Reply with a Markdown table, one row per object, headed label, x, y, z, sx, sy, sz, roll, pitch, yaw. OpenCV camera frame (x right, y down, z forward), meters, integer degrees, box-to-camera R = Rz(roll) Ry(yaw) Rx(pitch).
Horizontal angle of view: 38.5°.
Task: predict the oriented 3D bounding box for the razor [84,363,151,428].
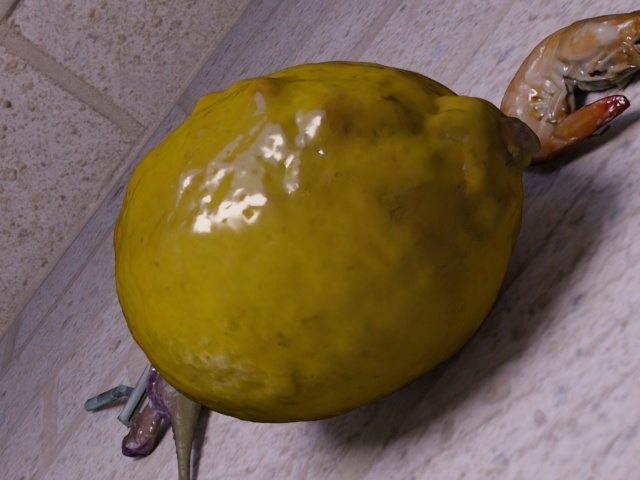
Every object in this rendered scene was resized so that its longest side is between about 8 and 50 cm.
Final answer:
| label | x | y | z | sx | sy | sz | roll | pitch | yaw |
| --- | --- | --- | --- | --- | --- | --- | --- | --- | --- |
| razor | -0.296 | 0.222 | 1.288 | 0.211 | 0.036 | 0.084 | -21 | 36 | 55 |

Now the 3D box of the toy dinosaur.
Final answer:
| label | x | y | z | sx | sy | sz | roll | pitch | yaw |
| --- | --- | --- | --- | --- | --- | --- | --- | --- | --- |
| toy dinosaur | -0.151 | 0.188 | 1.017 | 0.251 | 0.072 | 0.200 | 9 | 74 | 54 |

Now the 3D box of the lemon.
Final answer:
| label | x | y | z | sx | sy | sz | roll | pitch | yaw |
| --- | --- | --- | --- | --- | --- | --- | --- | --- | --- |
| lemon | -0.006 | 0.004 | 0.690 | 0.316 | 0.285 | 0.285 | 4 | 60 | 58 |

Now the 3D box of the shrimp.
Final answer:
| label | x | y | z | sx | sy | sz | roll | pitch | yaw |
| --- | --- | --- | --- | --- | --- | --- | --- | --- | --- |
| shrimp | 0.208 | -0.124 | 0.719 | 0.133 | 0.053 | 0.236 | -58 | 18 | -15 |
